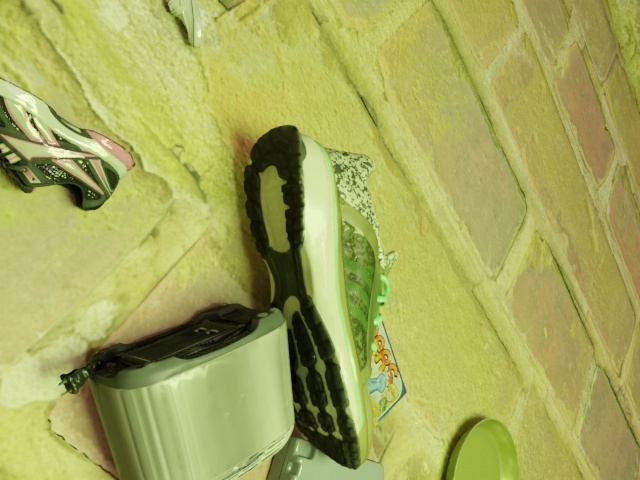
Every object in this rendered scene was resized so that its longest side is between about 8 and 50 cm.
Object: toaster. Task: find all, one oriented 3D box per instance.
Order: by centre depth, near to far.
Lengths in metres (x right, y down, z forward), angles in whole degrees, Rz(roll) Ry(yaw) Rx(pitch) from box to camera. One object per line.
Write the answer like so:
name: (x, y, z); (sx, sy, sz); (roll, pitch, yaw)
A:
toaster: (-0.126, 0.161, 0.523); (0.227, 0.129, 0.146); (-18, 100, -45)

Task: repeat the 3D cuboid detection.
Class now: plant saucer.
plant saucer: (0.293, 0.449, 0.958); (0.241, 0.037, 0.240); (7, 80, -43)

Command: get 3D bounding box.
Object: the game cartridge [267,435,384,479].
game cartridge: (-0.011, 0.419, 0.658); (0.198, 0.062, 0.297); (36, 61, -40)

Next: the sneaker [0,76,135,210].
sneaker: (-0.260, -0.083, 0.464); (0.178, 0.072, 0.077); (29, 77, -32)

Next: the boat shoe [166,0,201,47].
boat shoe: (-0.161, -0.274, 0.606); (0.035, 0.035, 0.100); (-10, 97, -17)

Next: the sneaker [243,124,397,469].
sneaker: (0.038, 0.065, 0.631); (0.182, 0.158, 0.409); (-9, 93, -34)

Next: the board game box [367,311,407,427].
board game box: (0.047, 0.170, 0.752); (0.136, 0.035, 0.201); (-31, 106, -42)
